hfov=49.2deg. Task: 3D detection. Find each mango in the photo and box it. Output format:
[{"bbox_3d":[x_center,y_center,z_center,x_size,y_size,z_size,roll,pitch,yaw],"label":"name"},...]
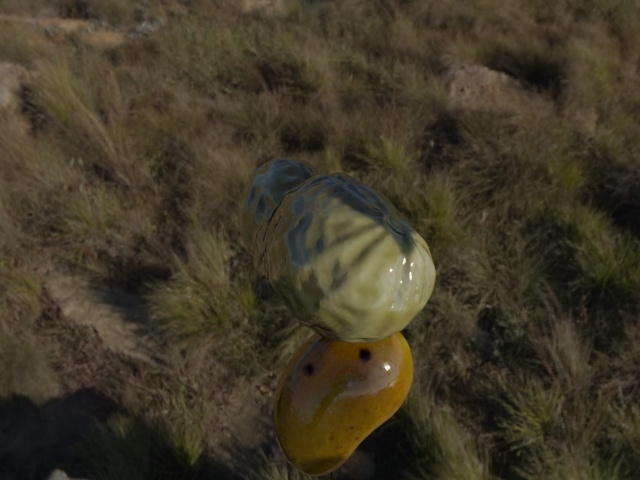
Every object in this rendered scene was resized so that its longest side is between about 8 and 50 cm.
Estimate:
[{"bbox_3d":[0.016,0.154,0.717,0.115,0.178,0.090,42,10,-4],"label":"mango"}]

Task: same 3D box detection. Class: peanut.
[{"bbox_3d":[0.000,0.000,0.683,0.147,0.147,0.305,-15,17,-17],"label":"peanut"}]
